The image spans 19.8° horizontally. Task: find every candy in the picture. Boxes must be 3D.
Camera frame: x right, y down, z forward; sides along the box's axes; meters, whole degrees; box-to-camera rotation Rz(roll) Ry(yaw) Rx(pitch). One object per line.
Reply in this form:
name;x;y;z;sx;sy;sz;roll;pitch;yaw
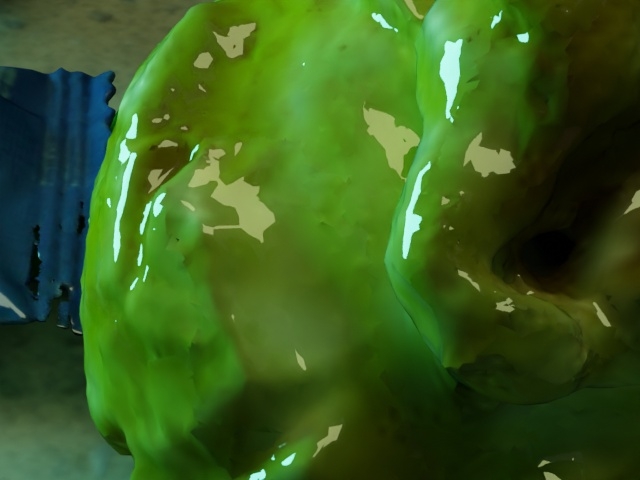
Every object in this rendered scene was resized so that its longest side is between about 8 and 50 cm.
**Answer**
candy;-0.250;-0.025;0.788;0.331;0.077;0.187;-3;42;0

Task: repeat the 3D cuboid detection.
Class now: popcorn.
popcorn;0.055;0.014;0.625;0.276;0.276;0.225;13;42;9

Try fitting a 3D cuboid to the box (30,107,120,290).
box;0.000;0.000;0.831;0.235;0.034;0.132;13;36;10
